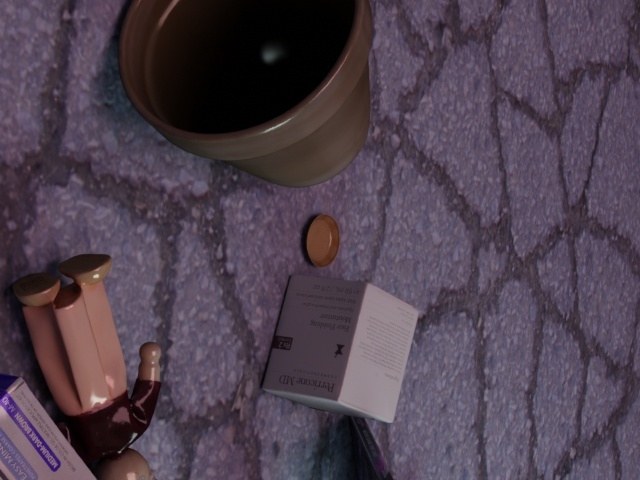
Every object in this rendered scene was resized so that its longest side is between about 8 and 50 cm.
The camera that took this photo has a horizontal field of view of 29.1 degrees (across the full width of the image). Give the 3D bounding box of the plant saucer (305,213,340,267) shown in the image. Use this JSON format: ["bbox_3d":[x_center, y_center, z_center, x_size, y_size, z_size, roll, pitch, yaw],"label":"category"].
[{"bbox_3d":[0.000,0.000,1.913,0.083,0.015,0.084,-9,102,-51],"label":"plant saucer"}]

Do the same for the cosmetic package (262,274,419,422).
[{"bbox_3d":[0.032,0.164,1.862,0.151,0.151,0.184,30,70,-49],"label":"cosmetic package"}]

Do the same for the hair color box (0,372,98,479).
[{"bbox_3d":[-0.415,0.322,1.331,0.339,0.110,0.185,-48,121,-32],"label":"hair color box"}]

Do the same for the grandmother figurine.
[{"bbox_3d":[-0.280,0.199,1.516,0.207,0.104,0.343,-22,112,-17],"label":"grandmother figurine"}]

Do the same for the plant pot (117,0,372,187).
[{"bbox_3d":[-0.061,-0.214,1.620,0.280,0.323,0.323,50,55,-61],"label":"plant pot"}]

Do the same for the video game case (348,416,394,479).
[{"bbox_3d":[0.087,0.402,1.908,0.026,0.274,0.196,-9,105,-5],"label":"video game case"}]
